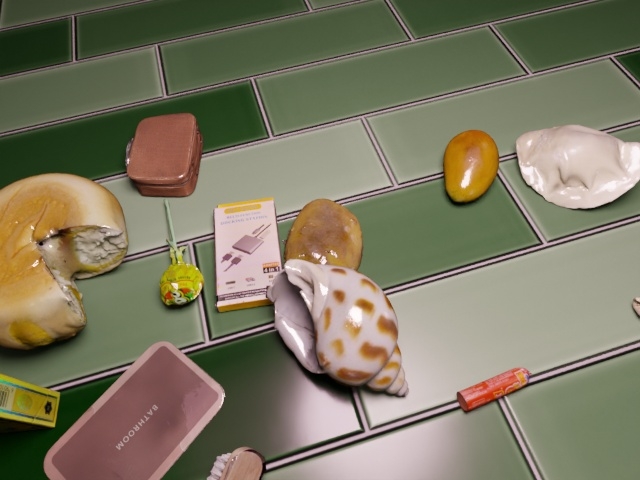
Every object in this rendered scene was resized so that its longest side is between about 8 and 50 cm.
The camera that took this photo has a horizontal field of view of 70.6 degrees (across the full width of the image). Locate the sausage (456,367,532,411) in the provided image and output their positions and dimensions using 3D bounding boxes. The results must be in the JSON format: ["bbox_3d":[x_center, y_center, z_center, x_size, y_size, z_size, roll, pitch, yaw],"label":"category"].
[{"bbox_3d":[0.286,0.237,0.732,0.130,0.034,0.034,-18,60,-9],"label":"sausage"}]

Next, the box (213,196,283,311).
[{"bbox_3d":[-0.143,0.015,0.884,0.129,0.033,0.247,-9,59,-2],"label":"box"}]

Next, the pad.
[{"bbox_3d":[-0.299,0.305,0.736,0.176,0.002,0.266,33,66,20],"label":"pad"}]

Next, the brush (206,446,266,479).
[{"bbox_3d":[-0.171,0.447,0.616,0.065,0.070,0.327,-3,56,43],"label":"brush"}]

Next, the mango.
[{"bbox_3d":[0.312,-0.153,0.935,0.111,0.089,0.163,-4,68,13],"label":"mango"}]

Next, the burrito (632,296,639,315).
[{"bbox_3d":[0.622,0.111,0.788,0.149,0.041,0.055,-4,73,-4],"label":"burrito"}]

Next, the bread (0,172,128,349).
[{"bbox_3d":[-0.502,0.032,0.817,0.334,0.160,0.332,-1,57,2],"label":"bread"}]

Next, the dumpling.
[{"bbox_3d":[0.508,-0.152,0.917,0.216,0.126,0.166,18,88,3],"label":"dumpling"}]

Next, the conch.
[{"bbox_3d":[0.042,0.144,0.736,0.149,0.183,0.274,-16,73,-38],"label":"conch"}]

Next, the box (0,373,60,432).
[{"bbox_3d":[-0.510,0.239,0.659,0.141,0.220,0.064,-7,60,0],"label":"box"}]

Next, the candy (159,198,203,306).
[{"bbox_3d":[-0.284,0.015,0.882,0.077,0.073,0.262,-6,50,-22],"label":"candy"}]

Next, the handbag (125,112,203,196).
[{"bbox_3d":[-0.342,-0.189,0.994,0.152,0.072,0.193,-1,61,2],"label":"handbag"}]

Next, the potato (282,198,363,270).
[{"bbox_3d":[0.000,0.000,0.862,0.164,0.081,0.200,7,57,8],"label":"potato"}]
